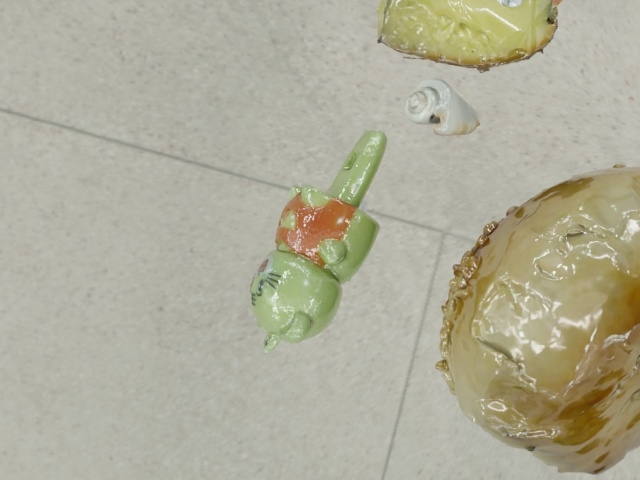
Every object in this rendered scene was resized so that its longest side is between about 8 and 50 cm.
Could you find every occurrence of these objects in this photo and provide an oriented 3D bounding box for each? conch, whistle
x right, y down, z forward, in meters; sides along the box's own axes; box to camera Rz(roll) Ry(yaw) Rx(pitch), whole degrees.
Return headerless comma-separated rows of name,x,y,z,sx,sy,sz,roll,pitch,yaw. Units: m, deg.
conch,0.226,-0.235,1.772,0.104,0.176,0.094,28,88,48
whistle,0.000,0.000,1.109,0.106,0.131,0.289,28,83,-18

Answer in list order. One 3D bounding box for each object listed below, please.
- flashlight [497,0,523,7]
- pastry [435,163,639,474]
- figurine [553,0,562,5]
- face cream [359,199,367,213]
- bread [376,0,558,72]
flashlight,0.267,-0.392,1.229,0.047,0.093,0.200,19,80,16
pastry,0.310,0.078,1.100,0.410,0.409,0.245,-55,49,16
figurine,0.382,-0.426,1.605,0.064,0.109,0.047,-34,112,24
face cream,0.054,-0.027,1.464,0.034,0.130,0.034,4,119,8
bread,0.217,-0.344,1.392,0.261,0.162,0.204,9,94,15
